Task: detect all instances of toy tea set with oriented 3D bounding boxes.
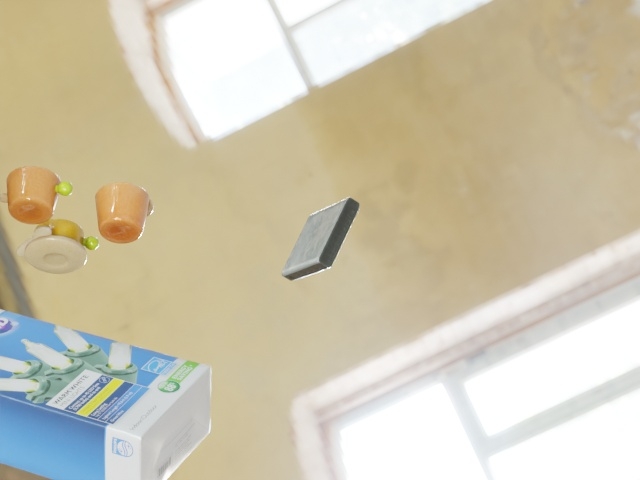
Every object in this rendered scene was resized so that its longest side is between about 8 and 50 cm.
[{"bbox_3d":[-0.399,-0.059,2.017,0.200,0.336,0.124,124,152,-49],"label":"toy tea set"}]

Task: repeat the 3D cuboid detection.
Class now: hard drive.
[{"bbox_3d":[0.000,0.000,1.874,0.022,0.094,0.135,31,162,-15],"label":"hard drive"}]

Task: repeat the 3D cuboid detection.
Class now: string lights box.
[{"bbox_3d":[-0.243,0.142,1.326,0.133,0.259,0.077,-45,-36,-57],"label":"string lights box"}]
